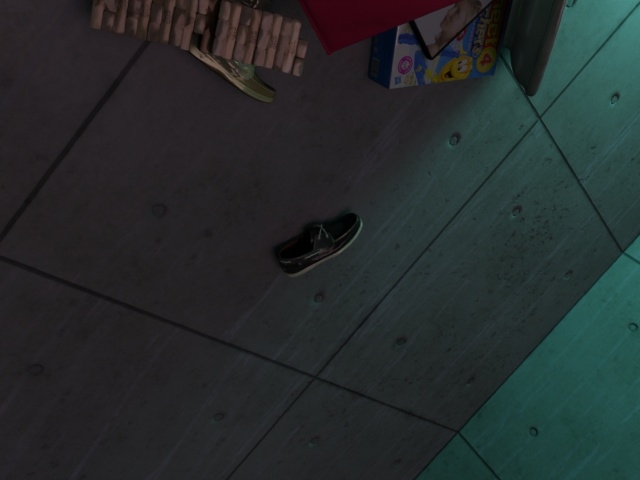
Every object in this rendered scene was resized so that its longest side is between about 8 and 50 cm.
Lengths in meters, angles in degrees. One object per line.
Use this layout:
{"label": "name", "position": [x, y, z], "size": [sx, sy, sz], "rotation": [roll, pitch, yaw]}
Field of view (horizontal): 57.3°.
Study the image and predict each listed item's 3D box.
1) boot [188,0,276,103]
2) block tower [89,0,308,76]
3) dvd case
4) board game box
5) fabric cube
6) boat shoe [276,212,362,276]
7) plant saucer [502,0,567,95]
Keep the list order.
{"label": "boot", "position": [-0.132, -0.365, 1.072], "size": [0.213, 0.077, 0.165], "rotation": [30, 102, -36]}
{"label": "block tower", "position": [-0.192, -0.355, 0.960], "size": [0.335, 0.097, 0.091], "rotation": [8, 109, -19]}
{"label": "dvd case", "position": [0.275, -0.509, 1.165], "size": [0.253, 0.022, 0.180], "rotation": [-44, 135, 0]}
{"label": "board game box", "position": [0.264, -0.497, 1.244], "size": [0.301, 0.086, 0.309], "rotation": [-15, 128, -25]}
{"label": "fabric cube", "position": [0.072, -0.503, 0.916], "size": [0.258, 0.259, 0.254], "rotation": [-16, 142, 19]}
{"label": "boat shoe", "position": [0.000, 0.000, 1.428], "size": [0.233, 0.084, 0.079], "rotation": [-32, 135, -7]}
{"label": "plant saucer", "position": [0.468, -0.520, 1.264], "size": [0.400, 0.100, 0.401], "rotation": [13, 90, -77]}
